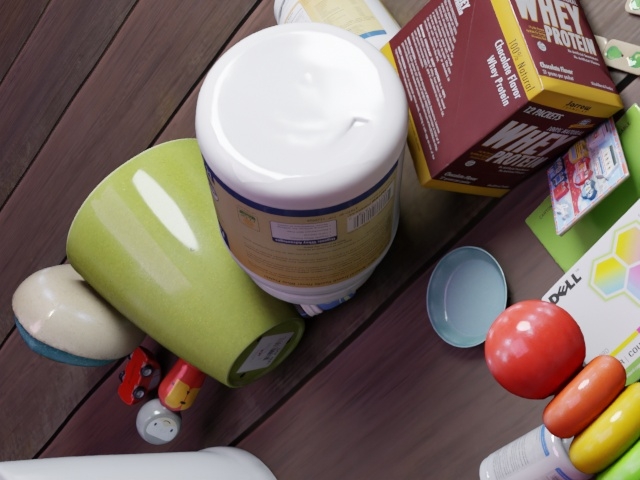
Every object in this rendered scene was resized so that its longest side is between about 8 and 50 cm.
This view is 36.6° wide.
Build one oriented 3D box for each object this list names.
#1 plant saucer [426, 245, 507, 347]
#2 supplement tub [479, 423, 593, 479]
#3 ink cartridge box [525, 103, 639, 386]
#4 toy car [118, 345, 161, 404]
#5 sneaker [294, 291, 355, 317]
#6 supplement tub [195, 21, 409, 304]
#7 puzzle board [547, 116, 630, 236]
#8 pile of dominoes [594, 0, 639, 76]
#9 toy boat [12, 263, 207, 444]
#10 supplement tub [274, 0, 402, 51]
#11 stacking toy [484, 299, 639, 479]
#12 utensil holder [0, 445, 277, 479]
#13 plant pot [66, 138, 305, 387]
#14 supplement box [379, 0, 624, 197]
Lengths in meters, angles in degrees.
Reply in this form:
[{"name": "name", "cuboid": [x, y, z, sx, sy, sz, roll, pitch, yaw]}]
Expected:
[{"name": "plant saucer", "cuboid": [0.177, 0.067, 1.141, 0.119, 0.021, 0.119, -10, 76, 47]}, {"name": "supplement tub", "cuboid": [0.228, 0.237, 1.017, 0.107, 0.071, 0.071, -40, 56, 36]}, {"name": "ink cartridge box", "cuboid": [0.303, 0.003, 0.960, 0.189, 0.097, 0.255, -52, 50, 28]}, {"name": "toy car", "cuboid": [-0.247, 0.144, 1.567, 0.225, 0.053, 0.239, -12, 75, 45]}, {"name": "sneaker", "cuboid": [0.000, 0.000, 1.322, 0.081, 0.080, 0.211, -15, 67, 18]}, {"name": "supplement tub", "cuboid": [-0.016, -0.073, 1.133, 0.316, 0.228, 0.228, 88, 167, -63]}, {"name": "puzzle board", "cuboid": [0.277, -0.072, 1.016, 0.096, 0.011, 0.128, -48, 18, 31]}, {"name": "pile of dominoes", "cuboid": [0.332, -0.281, 1.023, 0.251, 0.040, 0.196, 31, 106, 45]}, {"name": "toy boat", "cuboid": [-0.319, 0.164, 1.451, 0.318, 0.267, 0.148, 35, 102, 12]}, {"name": "supplement tub", "cuboid": [0.031, -0.258, 1.270, 0.144, 0.144, 0.200, -51, 49, 29]}, {"name": "stacking toy", "cuboid": [0.274, 0.181, 0.835, 0.330, 0.141, 0.141, 44, 118, 13]}, {"name": "utensil holder", "cuboid": [-0.275, 0.443, 1.295, 0.327, 0.385, 0.328, -12, 73, 46]}, {"name": "plant pot", "cuboid": [-0.161, 0.053, 1.367, 0.293, 0.274, 0.275, 47, 118, 24]}, {"name": "supplement box", "cuboid": [0.193, -0.180, 1.074, 0.194, 0.129, 0.191, -40, 55, 44]}]
